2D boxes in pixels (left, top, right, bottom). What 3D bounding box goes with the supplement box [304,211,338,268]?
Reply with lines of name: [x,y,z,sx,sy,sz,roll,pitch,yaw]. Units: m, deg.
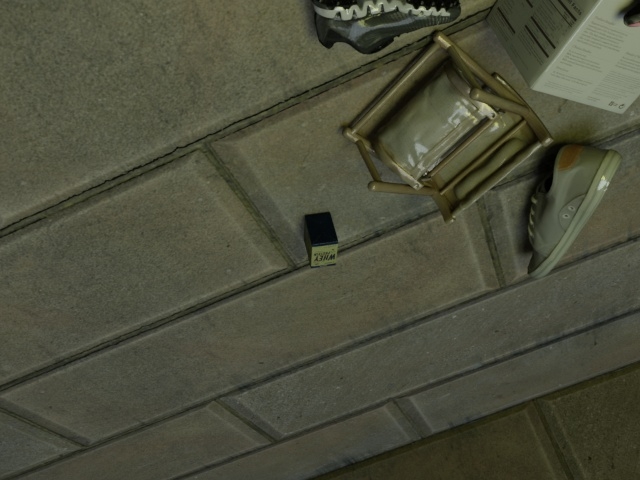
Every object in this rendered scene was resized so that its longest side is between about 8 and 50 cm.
supplement box: [0.000,0.000,1.382,0.056,0.083,0.083,-7,142,-9]

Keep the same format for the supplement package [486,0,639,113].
supplement package: [0.432,-0.370,0.985,0.199,0.198,0.263,7,137,-25]

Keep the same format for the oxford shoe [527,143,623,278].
oxford shoe: [0.535,-0.064,1.469,0.130,0.169,0.449,27,153,17]

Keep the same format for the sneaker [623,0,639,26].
sneaker: [0.447,-0.331,0.850,0.119,0.047,0.057,-36,115,22]

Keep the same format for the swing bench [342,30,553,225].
swing bench: [0.227,-0.188,1.174,0.254,0.165,0.253,17,131,-42]

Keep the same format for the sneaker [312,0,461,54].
sneaker: [0.098,-0.340,1.009,0.234,0.078,0.106,-4,143,-9]
